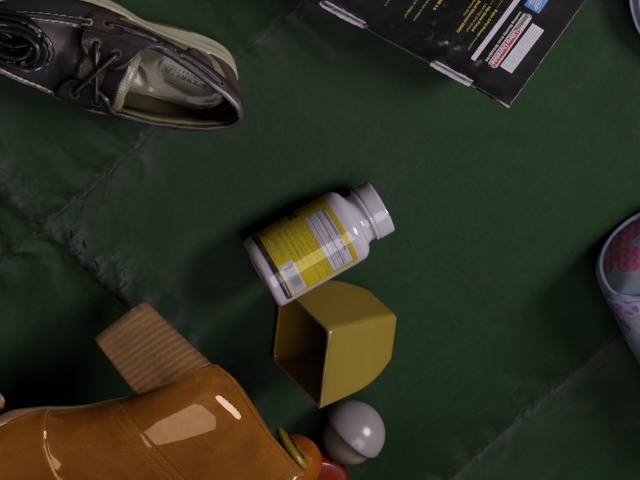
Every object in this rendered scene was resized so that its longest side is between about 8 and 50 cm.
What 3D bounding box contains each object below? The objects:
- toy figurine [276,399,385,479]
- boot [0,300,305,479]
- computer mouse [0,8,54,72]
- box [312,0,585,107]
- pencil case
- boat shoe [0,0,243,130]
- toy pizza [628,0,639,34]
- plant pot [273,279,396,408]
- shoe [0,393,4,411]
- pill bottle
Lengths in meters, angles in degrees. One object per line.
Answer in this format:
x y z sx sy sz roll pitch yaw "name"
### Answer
0.024 0.250 1.714 0.148 0.213 0.209 -47 165 16 "toy figurine"
-0.177 0.213 1.610 0.295 0.211 0.104 -39 173 5 "boot"
-0.323 -0.073 1.441 0.184 0.060 0.262 23 119 -18 "computer mouse"
0.131 -0.290 1.515 0.257 0.079 0.322 23 109 -36 "box"
0.353 0.089 1.842 0.124 0.113 0.273 -42 129 -7 "pencil case"
-0.154 -0.131 1.487 0.223 0.073 0.080 12 115 -31 "boat shoe"
0.343 -0.238 1.675 0.201 0.032 0.201 -12 124 -19 "toy pizza"
0.017 0.082 1.706 0.083 0.081 0.081 -12 126 -30 "plant pot"
-0.363 0.133 1.580 0.219 0.058 0.076 -13 170 -14 "shoe"
0.000 0.000 1.650 0.116 0.065 0.065 -29 128 -5 "pill bottle"
